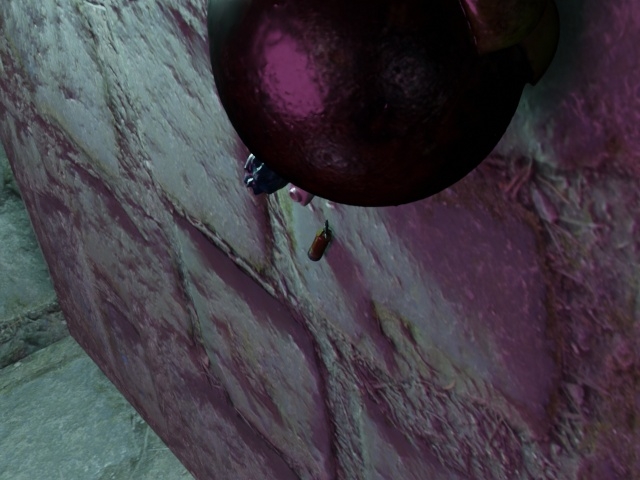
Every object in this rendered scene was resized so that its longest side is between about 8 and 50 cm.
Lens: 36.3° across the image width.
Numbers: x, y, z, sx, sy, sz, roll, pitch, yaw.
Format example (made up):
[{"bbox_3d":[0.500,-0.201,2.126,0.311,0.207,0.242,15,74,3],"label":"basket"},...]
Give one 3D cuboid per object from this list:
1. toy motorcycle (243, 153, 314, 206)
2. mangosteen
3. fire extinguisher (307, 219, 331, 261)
[{"bbox_3d":[-0.020,-0.105,1.117,0.108,0.204,0.239,34,147,27],"label":"toy motorcycle"},{"bbox_3d":[0.057,-0.172,0.825,0.300,0.300,0.300,43,149,35],"label":"mangosteen"},{"bbox_3d":[0.000,0.000,1.394,0.083,0.022,0.028,114,155,-59],"label":"fire extinguisher"}]
